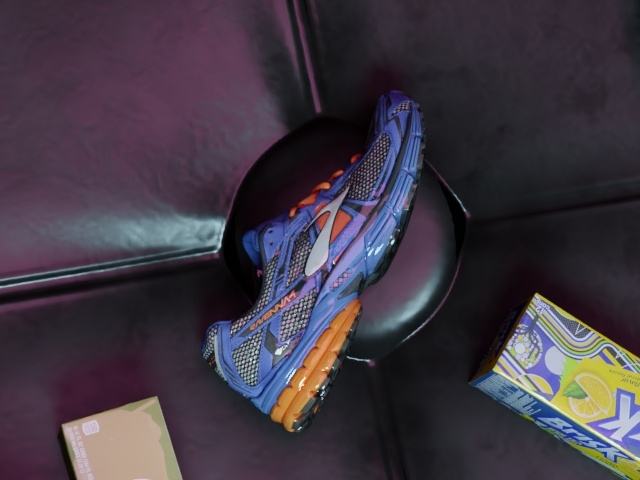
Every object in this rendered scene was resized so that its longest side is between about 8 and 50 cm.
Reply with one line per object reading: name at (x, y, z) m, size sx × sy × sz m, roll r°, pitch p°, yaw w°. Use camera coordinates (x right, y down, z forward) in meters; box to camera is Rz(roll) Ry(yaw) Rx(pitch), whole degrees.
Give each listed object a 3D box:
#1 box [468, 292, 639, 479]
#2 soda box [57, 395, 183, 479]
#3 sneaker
box at (0.181, 0.104, 0.972) m, size 0.169 × 0.054 × 0.059 m, roll 33°, pitch 73°, yaw -2°
soda box at (-0.095, 0.184, 0.895) m, size 0.058 × 0.061 × 0.181 m, roll -16°, pitch 80°, yaw -15°
sneaker at (0.000, 0.000, 0.951) m, size 0.087 × 0.083 × 0.221 m, roll 25°, pitch 70°, yaw 4°
